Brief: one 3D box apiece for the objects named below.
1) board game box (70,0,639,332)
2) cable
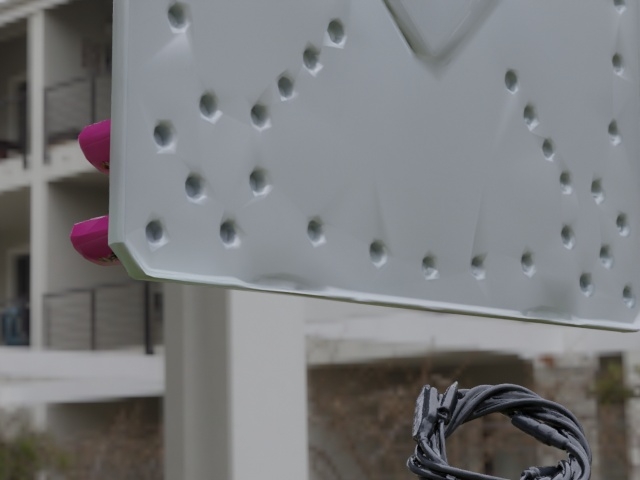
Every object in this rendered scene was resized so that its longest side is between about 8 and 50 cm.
[{"bbox_3d":[0.039,-0.156,0.819,0.050,0.389,0.390,-8,-11,44],"label":"board game box"},{"bbox_3d":[0.147,0.176,1.283,0.151,0.047,0.184,12,23,-1],"label":"cable"}]
